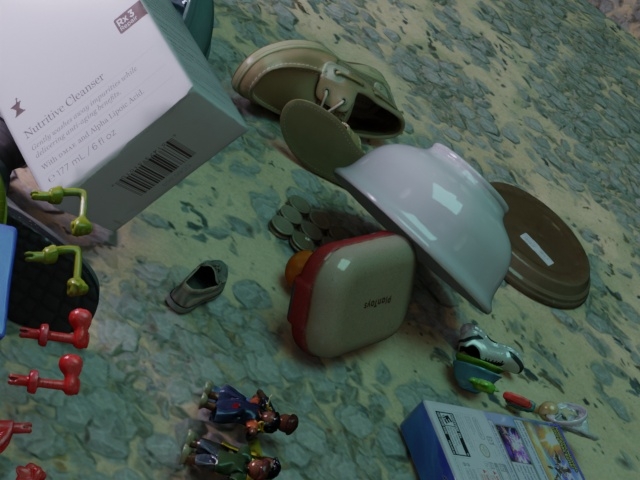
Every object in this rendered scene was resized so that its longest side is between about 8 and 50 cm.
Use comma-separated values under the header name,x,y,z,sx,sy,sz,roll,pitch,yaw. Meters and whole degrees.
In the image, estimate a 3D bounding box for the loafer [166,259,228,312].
name,x,y,z,sx,sy,sz,roll,pitch,yaw
loafer,-0.142,0.050,1.558,0.045,0.039,0.125,41,31,5

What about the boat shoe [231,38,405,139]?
name,x,y,z,sx,sy,sz,roll,pitch,yaw
boat shoe,0.010,-0.228,1.999,0.341,0.121,0.110,3,45,-46

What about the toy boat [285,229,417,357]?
name,x,y,z,sx,sy,sz,roll,pitch,yaw
toy boat,0.020,0.055,1.655,0.151,0.151,0.231,22,20,33

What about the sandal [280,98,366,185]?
name,x,y,z,sx,sy,sz,roll,pitch,yaw
sandal,0.030,-0.134,1.960,0.240,0.088,0.079,37,10,-15

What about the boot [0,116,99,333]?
name,x,y,z,sx,sy,sz,roll,pitch,yaw
boot,-0.361,-0.056,1.406,0.338,0.118,0.222,38,26,-10

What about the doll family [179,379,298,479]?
name,x,y,z,sx,sy,sz,roll,pitch,yaw
doll family,-0.082,0.210,1.375,0.111,0.076,0.193,16,38,-1

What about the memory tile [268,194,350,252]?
name,x,y,z,sx,sy,sz,roll,pitch,yaw
memory tile,0.000,0.000,1.798,0.148,0.012,0.113,38,31,-2

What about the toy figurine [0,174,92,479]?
name,x,y,z,sx,sy,sz,roll,pitch,yaw
toy figurine,-0.286,0.036,1.137,0.191,0.217,0.362,10,60,-15

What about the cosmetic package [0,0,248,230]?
name,x,y,z,sx,sy,sz,roll,pitch,yaw
cosmetic package,-0.278,-0.231,1.483,0.385,0.217,0.156,56,10,22

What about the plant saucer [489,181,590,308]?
name,x,y,z,sx,sy,sz,roll,pitch,yaw
plant saucer,0.351,-0.002,2.140,0.278,0.041,0.278,27,33,-20

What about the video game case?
name,x,y,z,sx,sy,sz,roll,pitch,yaw
video game case,0.245,0.334,1.569,0.244,0.061,0.269,14,39,-34

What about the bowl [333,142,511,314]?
name,x,y,z,sx,sy,sz,roll,pitch,yaw
bowl,0.168,-0.043,1.785,0.298,0.134,0.298,43,-1,1

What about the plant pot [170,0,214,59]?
name,x,y,z,sx,sy,sz,roll,pitch,yaw
plant pot,-0.260,-0.287,1.682,0.293,0.293,0.196,54,8,23

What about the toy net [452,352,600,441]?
name,x,y,z,sx,sy,sz,roll,pitch,yaw
toy net,0.291,0.215,1.730,0.232,0.045,0.122,23,-10,-13

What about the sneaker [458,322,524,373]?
name,x,y,z,sx,sy,sz,roll,pitch,yaw
sneaker,0.241,0.164,1.818,0.109,0.040,0.043,30,48,-7
